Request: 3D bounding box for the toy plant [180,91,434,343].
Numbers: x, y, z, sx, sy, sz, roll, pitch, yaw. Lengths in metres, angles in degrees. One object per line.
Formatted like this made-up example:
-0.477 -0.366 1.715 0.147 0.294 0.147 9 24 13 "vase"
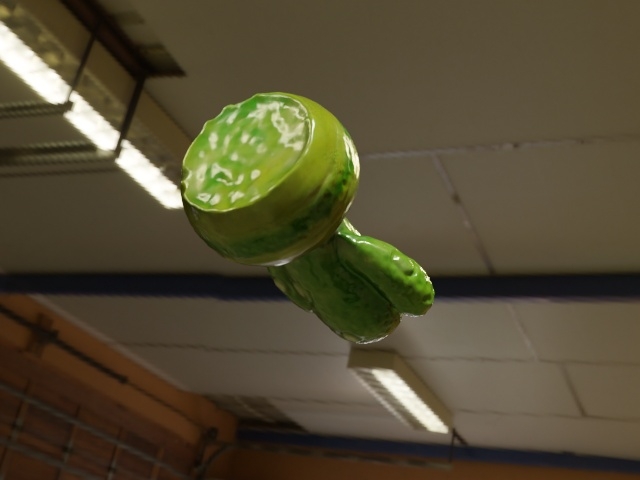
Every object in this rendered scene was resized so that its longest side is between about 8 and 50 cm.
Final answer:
0.000 0.000 0.987 0.224 0.184 0.316 9 -30 37 "toy plant"
